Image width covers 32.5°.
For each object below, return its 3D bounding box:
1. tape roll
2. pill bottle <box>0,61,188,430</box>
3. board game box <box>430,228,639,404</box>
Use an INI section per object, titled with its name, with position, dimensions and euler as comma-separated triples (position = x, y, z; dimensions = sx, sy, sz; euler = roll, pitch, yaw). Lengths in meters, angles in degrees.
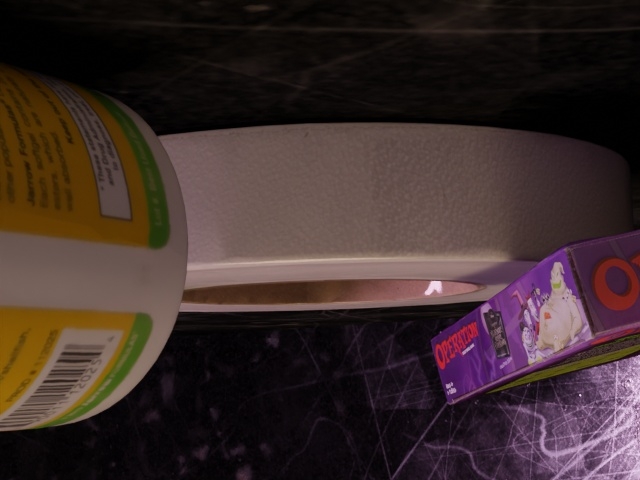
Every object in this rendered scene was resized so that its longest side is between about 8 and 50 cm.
[tape roll]
position = 0.000, 0.000, 0.700
dimensions = 0.392, 0.071, 0.392
euler = -2, 174, 0
[pill bottle]
position = -0.168, -0.005, 0.341
dimensions = 0.136, 0.136, 0.246
euler = -6, 171, 32
[board game box]
position = 0.252, 0.015, 0.598
dimensions = 0.347, 0.056, 0.208
euler = -12, 170, -15
